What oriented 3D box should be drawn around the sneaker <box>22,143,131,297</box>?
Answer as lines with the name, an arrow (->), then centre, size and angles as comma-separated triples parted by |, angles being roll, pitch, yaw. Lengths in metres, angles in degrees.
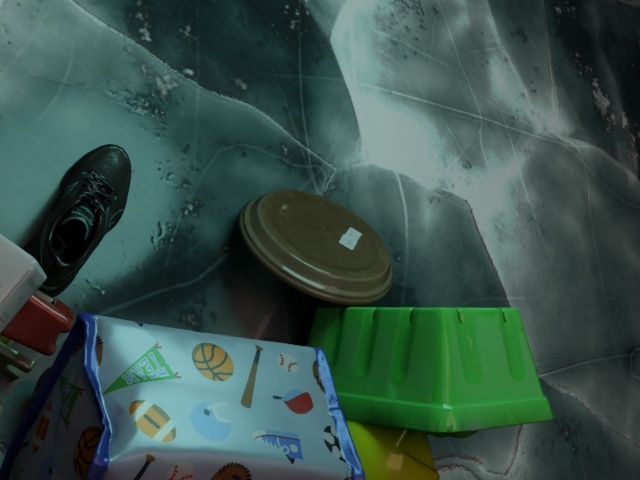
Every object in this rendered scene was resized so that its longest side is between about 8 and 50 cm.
sneaker -> -0.327, -0.037, 1.155 | 0.101, 0.106, 0.267 | 34, 54, -22

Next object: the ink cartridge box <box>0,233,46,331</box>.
ink cartridge box -> -0.486, 0.046, 0.837 | 0.296, 0.066, 0.261 | 34, 69, 6

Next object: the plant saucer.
plant saucer -> 0.000, 0.000, 1.343 | 0.278, 0.041, 0.277 | 21, 29, -13

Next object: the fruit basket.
fruit basket -> 0.126, 0.280, 1.232 | 0.283, 0.392, 0.391 | 4, 72, -37

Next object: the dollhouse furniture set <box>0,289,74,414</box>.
dollhouse furniture set -> -0.433, 0.178, 0.932 | 0.152, 0.201, 0.374 | 37, 54, -19

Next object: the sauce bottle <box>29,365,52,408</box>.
sauce bottle -> -0.219, 0.256, 1.127 | 0.345, 0.111, 0.111 | 19, 63, -30

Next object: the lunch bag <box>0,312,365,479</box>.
lunch bag -> -0.191, 0.301, 0.964 | 0.328, 0.385, 0.238 | 16, 39, -32
